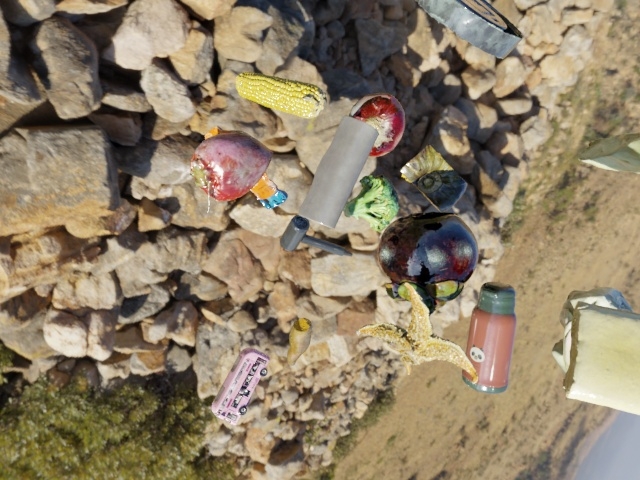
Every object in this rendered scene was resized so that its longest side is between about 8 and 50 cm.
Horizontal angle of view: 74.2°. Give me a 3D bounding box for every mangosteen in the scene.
[{"bbox_3d":[0.325,0.057,1.261,0.300,0.300,0.301,-21,122,-38],"label":"mangosteen"}]

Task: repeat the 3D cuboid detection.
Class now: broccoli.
[{"bbox_3d":[0.224,-0.158,1.924,0.268,0.254,0.270,-3,96,-25],"label":"broccoli"}]

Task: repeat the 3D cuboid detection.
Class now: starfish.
[{"bbox_3d":[0.224,0.266,1.140,0.301,0.293,0.084,48,58,-6],"label":"starfish"}]

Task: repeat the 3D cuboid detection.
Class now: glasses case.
[{"bbox_3d":[0.029,-0.117,0.733,0.042,0.071,0.191,18,98,-60],"label":"glasses case"}]

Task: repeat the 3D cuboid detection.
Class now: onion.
[{"bbox_3d":[0.248,-0.488,1.823,0.195,0.271,0.272,11,101,-56],"label":"onion"}]

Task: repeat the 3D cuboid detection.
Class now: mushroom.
[{"bbox_3d":[0.649,-0.169,0.831,0.107,0.333,0.087,30,96,-24],"label":"mushroom"}]

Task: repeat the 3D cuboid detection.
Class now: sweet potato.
[{"bbox_3d":[-0.074,0.335,1.420,0.077,0.077,0.244,-26,149,-35],"label":"sweet potato"}]

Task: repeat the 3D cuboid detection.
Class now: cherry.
[{"bbox_3d":[-0.250,-0.217,1.221,0.249,0.175,0.192,-23,118,-18],"label":"cherry"}]

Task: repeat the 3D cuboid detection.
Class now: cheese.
[{"bbox_3d":[-0.246,-0.234,1.395,0.329,0.216,0.129,46,47,-21],"label":"cheese"}]

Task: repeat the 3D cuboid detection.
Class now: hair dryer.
[{"bbox_3d":[0.000,0.000,1.425,0.255,0.070,0.128,17,141,-13],"label":"hair dryer"}]

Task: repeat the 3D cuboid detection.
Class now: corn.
[{"bbox_3d":[-0.123,-0.434,1.263,0.106,0.292,0.107,17,90,-74],"label":"corn"}]

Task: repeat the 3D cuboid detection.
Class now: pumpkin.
[{"bbox_3d":[0.361,-0.225,1.407,0.139,0.190,0.280,-42,123,16],"label":"pumpkin"}]

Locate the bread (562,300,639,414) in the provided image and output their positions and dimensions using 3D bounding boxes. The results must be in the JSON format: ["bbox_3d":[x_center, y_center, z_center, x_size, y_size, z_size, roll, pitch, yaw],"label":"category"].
[{"bbox_3d":[0.429,0.165,0.562,0.060,0.178,0.140,57,48,-63],"label":"bread"}]

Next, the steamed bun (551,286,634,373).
[{"bbox_3d":[0.707,0.268,1.091,0.267,0.207,0.281,9,59,-45],"label":"steamed bun"}]

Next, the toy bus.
[{"bbox_3d":[-0.221,0.400,1.178,0.090,0.063,0.203,34,73,-23],"label":"toy bus"}]

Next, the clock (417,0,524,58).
[{"bbox_3d":[0.370,-0.578,1.072,0.312,0.313,0.061,-12,150,-41],"label":"clock"}]

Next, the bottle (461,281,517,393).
[{"bbox_3d":[0.538,0.298,1.330,0.143,0.143,0.337,-8,107,-43],"label":"bottle"}]
